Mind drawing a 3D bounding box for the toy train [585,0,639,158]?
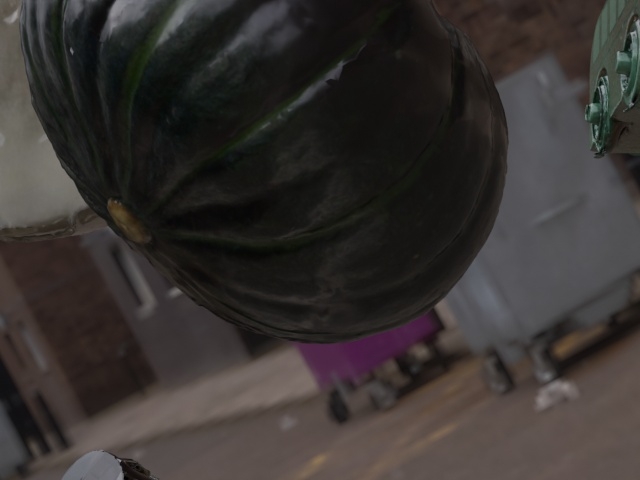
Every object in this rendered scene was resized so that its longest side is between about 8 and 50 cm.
[{"bbox_3d":[0.304,-0.160,1.584,0.129,0.159,0.326,4,-12,0],"label":"toy train"}]

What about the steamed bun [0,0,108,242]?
[{"bbox_3d":[-0.188,-0.163,1.232,0.324,0.324,0.206,-28,6,19],"label":"steamed bun"}]

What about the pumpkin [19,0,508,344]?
[{"bbox_3d":[-0.018,-0.076,0.837,0.216,0.250,0.250,-46,0,1],"label":"pumpkin"}]

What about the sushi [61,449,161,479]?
[{"bbox_3d":[-0.160,0.374,1.523,0.285,0.328,0.328,-39,18,-14],"label":"sushi"}]
